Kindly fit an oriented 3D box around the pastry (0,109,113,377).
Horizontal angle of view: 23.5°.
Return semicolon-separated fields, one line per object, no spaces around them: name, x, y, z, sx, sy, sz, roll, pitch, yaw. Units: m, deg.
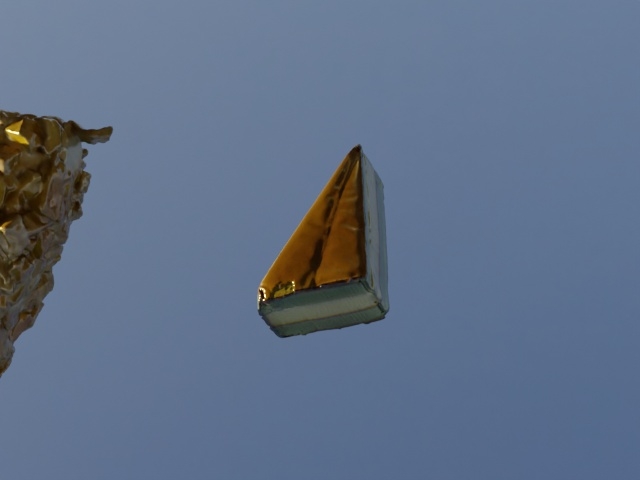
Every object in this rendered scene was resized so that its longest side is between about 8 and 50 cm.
pastry;-0.268;-0.004;1.315;0.102;0.250;0.154;27;-176;9

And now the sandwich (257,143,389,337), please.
sandwich;0.000;0.000;1.466;0.113;0.079;0.163;-12;-127;16
